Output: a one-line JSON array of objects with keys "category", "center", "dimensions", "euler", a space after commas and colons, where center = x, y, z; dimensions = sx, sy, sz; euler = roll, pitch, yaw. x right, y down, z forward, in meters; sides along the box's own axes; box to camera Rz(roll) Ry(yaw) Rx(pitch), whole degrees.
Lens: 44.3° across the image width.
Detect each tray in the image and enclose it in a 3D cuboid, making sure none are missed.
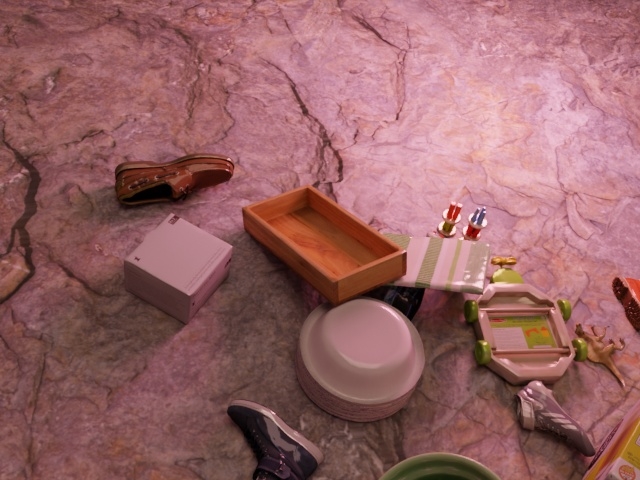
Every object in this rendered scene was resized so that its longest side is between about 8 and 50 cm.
[{"category": "tray", "center": [0.000, 0.000, 1.892], "dimensions": [0.203, 0.076, 0.411], "euler": [-22, 36, -26]}]

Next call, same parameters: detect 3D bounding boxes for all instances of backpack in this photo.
[{"category": "backpack", "center": [0.200, 0.137, 1.885], "dimensions": [0.084, 0.105, 0.114], "euler": [28, 39, 16]}]

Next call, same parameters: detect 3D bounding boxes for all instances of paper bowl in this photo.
[{"category": "paper bowl", "center": [0.090, 0.244, 1.745], "dimensions": [0.284, 0.148, 0.284], "euler": [5, 51, -6]}]

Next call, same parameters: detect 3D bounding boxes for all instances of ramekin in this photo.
[{"category": "ramekin", "center": [0.228, 0.560, 1.443], "dimensions": [0.304, 0.148, 0.303], "euler": [-9, 55, 14]}]

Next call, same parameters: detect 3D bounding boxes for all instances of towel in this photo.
[{"category": "towel", "center": [0.241, 0.055, 1.899], "dimensions": [0.325, 0.038, 0.248], "euler": [5, 28, 16]}]

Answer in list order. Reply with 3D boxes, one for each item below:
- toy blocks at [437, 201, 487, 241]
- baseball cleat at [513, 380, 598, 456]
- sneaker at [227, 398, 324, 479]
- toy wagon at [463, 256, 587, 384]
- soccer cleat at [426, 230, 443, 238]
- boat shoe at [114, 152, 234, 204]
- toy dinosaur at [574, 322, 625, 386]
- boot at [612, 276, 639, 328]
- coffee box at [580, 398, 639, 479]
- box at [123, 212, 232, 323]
[{"category": "toy blocks", "center": [0.375, -0.054, 2.053], "dimensions": [0.054, 0.148, 0.123], "euler": [-31, 63, -32]}, {"category": "baseball cleat", "center": [0.514, 0.413, 1.752], "dimensions": [0.109, 0.072, 0.206], "euler": [-29, 55, -15]}, {"category": "sneaker", "center": [-0.127, 0.431, 1.580], "dimensions": [0.226, 0.086, 0.163], "euler": [32, 49, 13]}, {"category": "toy wagon", "center": [0.486, 0.191, 1.924], "dimensions": [0.267, 0.068, 0.344], "euler": [1, 50, -11]}, {"category": "soccer cleat", "center": [0.329, 0.046, 2.017], "dimensions": [0.068, 0.076, 0.196], "euler": [23, 16, -49]}, {"category": "boat shoe", "center": [-0.369, -0.145, 2.013], "dimensions": [0.308, 0.110, 0.104], "euler": [-9, 56, -6]}, {"category": "toy dinosaur", "center": [0.695, 0.271, 1.922], "dimensions": [0.093, 0.053, 0.183], "euler": [-32, 73, -19]}, {"category": "boot", "center": [0.825, 0.159, 2.029], "dimensions": [0.085, 0.059, 0.157], "euler": [3, 49, -16]}, {"category": "coffee box", "center": [0.703, 0.511, 1.519], "dimensions": [0.338, 0.337, 0.334], "euler": [34, 52, 18]}, {"category": "box", "center": [-0.330, 0.063, 1.827], "dimensions": [0.182, 0.119, 0.181], "euler": [28, 51, 12]}]
